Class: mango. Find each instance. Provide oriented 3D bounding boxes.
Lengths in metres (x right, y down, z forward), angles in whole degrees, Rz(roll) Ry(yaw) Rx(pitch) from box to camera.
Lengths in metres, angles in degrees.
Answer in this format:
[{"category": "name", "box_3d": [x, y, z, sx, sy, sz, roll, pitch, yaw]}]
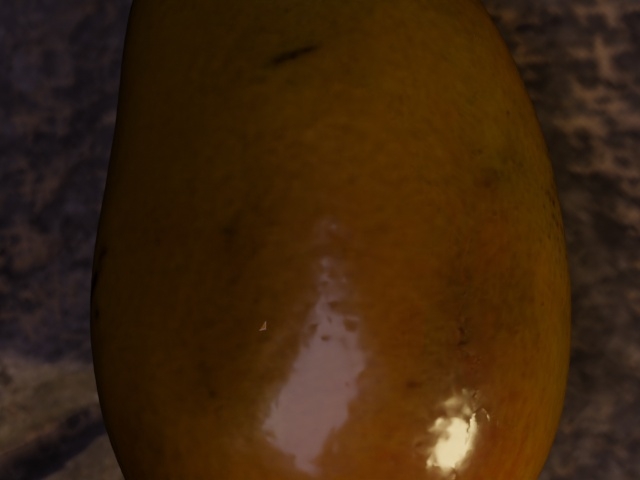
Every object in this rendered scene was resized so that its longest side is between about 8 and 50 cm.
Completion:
[{"category": "mango", "box_3d": [0.000, 0.000, 0.779, 0.211, 0.173, 0.317, -8, 88, 31]}]
